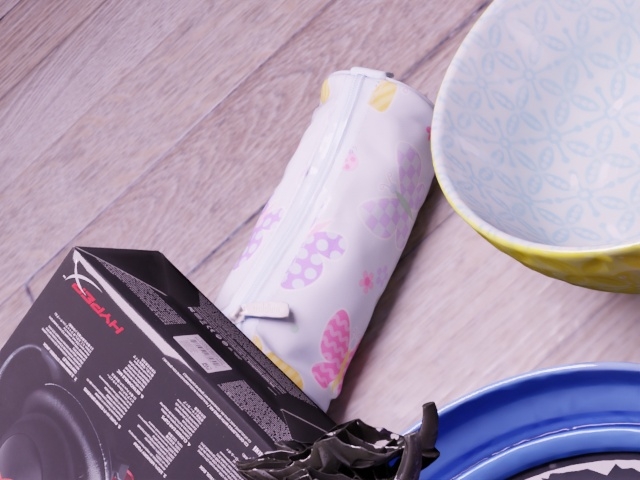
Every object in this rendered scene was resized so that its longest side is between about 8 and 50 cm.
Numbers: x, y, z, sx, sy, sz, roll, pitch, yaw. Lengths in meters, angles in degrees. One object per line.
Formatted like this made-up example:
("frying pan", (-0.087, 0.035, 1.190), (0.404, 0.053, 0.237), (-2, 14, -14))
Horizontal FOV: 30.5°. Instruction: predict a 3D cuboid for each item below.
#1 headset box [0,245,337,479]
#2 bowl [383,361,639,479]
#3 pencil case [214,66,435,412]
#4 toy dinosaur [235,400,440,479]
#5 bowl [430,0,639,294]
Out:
("headset box", (-0.148, 0.183, 0.789), (0.218, 0.110, 0.293), (42, 104, 20))
("bowl", (0.136, 0.255, 0.632), (0.391, 0.077, 0.391), (-21, 47, 25))
("pencil case", (0.000, 0.000, 0.908), (0.113, 0.124, 0.273), (8, 62, 42))
("toy dinosaur", (0.032, 0.209, 0.596), (0.322, 0.218, 0.164), (-21, -1, -12))
("bowl", (0.233, -0.071, 0.749), (0.289, 0.156, 0.289), (-24, 42, 25))
